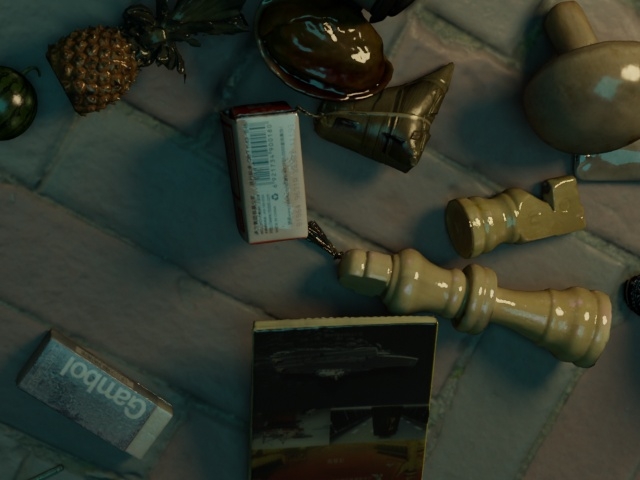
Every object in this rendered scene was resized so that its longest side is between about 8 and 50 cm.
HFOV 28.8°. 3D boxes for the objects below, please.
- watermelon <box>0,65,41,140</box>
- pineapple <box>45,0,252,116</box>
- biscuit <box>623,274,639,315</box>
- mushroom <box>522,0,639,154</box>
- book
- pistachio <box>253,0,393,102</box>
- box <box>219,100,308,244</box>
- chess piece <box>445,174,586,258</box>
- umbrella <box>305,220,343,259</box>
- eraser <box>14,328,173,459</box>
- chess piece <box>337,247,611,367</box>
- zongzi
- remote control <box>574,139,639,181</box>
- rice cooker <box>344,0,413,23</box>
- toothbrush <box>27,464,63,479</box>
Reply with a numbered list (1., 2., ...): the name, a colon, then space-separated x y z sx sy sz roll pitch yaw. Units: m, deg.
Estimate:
1. watermelon: -0.422 -0.186 1.648 0.109 0.109 0.109 -2 102 -8
2. pineapple: -0.225 -0.276 1.656 0.277 0.119 0.130 -27 61 -3
3. biscuit: 0.505 0.078 1.881 0.089 0.027 0.087 -39 106 2
4. mushroom: 0.375 -0.230 1.729 0.207 0.207 0.215 -16 70 -5
5. book: 0.026 0.276 1.807 0.263 0.028 0.373 -2 117 -9
6. pistachio: 0.010 -0.267 1.681 0.210 0.130 0.165 25 74 -21
7. box: -0.076 -0.096 1.703 0.099 0.133 0.182 -8 105 -8
8. chess piece: 0.289 -0.036 1.805 0.200 0.090 0.090 -12 104 -17
9. umbrella: 0.000 -0.001 1.794 0.083 0.020 0.031 41 94 -20
10. eraser: -0.321 0.221 1.778 0.212 0.046 0.092 34 95 -14
11. chess piece: 0.217 0.087 1.800 0.397 0.117 0.117 14 100 -10
12. zongzi: 0.078 -0.205 1.747 0.189 0.081 0.178 22 76 1
13. remote control: 0.486 -0.119 1.827 0.229 0.044 0.073 0 105 -9
14. rice cooker: 0.086 -0.413 1.595 0.227 0.280 0.241 36 120 -2
15. toothbrush: -0.450 0.366 1.807 0.167 0.014 0.011 -25 96 -2
